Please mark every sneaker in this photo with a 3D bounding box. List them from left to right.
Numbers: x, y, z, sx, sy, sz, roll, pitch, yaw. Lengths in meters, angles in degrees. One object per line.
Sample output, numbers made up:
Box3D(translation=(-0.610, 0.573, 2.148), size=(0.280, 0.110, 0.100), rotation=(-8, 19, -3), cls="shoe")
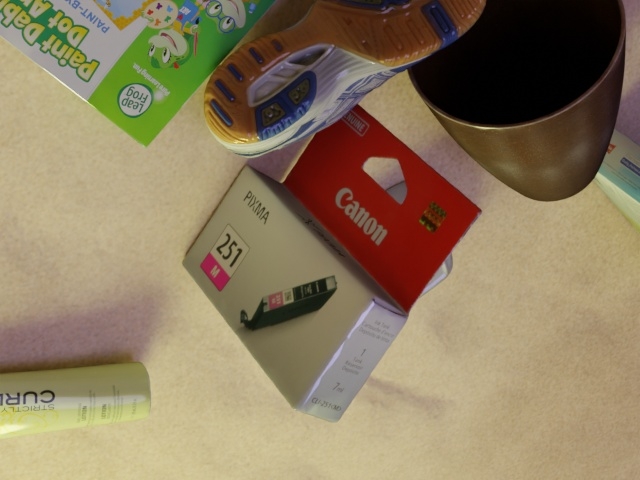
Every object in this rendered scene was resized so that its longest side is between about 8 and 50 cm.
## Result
Box3D(translation=(0.020, -0.181, 1.326), size=(0.296, 0.112, 0.131), rotation=(-28, 171, -5), cls="sneaker")

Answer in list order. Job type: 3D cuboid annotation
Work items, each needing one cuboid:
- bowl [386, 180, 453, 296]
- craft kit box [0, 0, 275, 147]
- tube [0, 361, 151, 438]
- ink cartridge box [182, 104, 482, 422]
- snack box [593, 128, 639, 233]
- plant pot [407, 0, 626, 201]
Box3D(translation=(0.083, 0.020, 1.526), size=(0.142, 0.053, 0.142), rotation=(-34, 131, -10), cls="bowl")
Box3D(translation=(-0.164, -0.244, 1.210), size=(0.247, 0.061, 0.250), rotation=(-46, 131, 7), cls="craft kit box")
Box3D(translation=(-0.293, 0.166, 1.394), size=(0.240, 0.062, 0.070), rotation=(-3, 80, -24), cls="tube")
Box3D(translation=(0.000, 0.000, 1.316), size=(0.060, 0.275, 0.239), rotation=(24, 104, -39), cls="ink cartridge box")
Box3D(translation=(0.442, 0.000, 1.637), size=(0.060, 0.187, 0.322), rotation=(-47, 131, 3), cls="snack box")
Box3D(translation=(0.222, -0.144, 1.423), size=(0.215, 0.215, 0.230), rotation=(-39, 145, -4), cls="plant pot")
